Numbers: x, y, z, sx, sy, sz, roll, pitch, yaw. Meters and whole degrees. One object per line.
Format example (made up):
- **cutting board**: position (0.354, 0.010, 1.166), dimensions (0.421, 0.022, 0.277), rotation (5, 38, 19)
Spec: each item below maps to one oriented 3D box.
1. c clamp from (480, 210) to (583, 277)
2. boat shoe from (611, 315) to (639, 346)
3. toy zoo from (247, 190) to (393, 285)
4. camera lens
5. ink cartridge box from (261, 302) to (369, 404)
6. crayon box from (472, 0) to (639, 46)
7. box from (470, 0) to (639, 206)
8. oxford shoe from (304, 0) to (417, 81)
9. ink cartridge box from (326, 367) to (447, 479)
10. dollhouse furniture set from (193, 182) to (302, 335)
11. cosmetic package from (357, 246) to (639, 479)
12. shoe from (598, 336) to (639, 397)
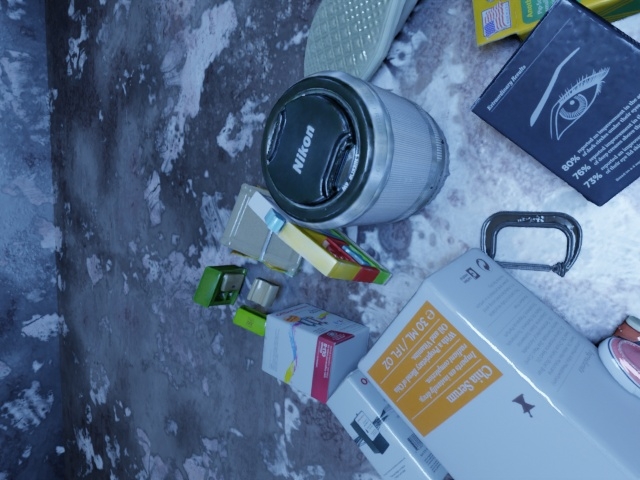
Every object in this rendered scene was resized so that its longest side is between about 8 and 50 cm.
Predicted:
- **c clamp**: position (0.310, 0.021, 0.637), dimensions (0.161, 0.022, 0.137), rotation (-3, 84, 32)
- **boat shoe**: position (0.451, 0.154, 0.530), dimensions (0.137, 0.049, 0.043), rotation (39, 119, 31)
- **toy zoo**: position (0.000, 0.000, 0.712), dimensions (0.192, 0.293, 0.030), rotation (41, 102, 27)
- **camera lens**: position (0.060, -0.132, 0.661), dimensions (0.220, 0.274, 0.219), rotation (4, 97, 37)
- **ink cartridge box**: position (-0.013, 0.221, 0.845), dimensions (0.176, 0.128, 0.127), rotation (13, 102, 36)
- **crayon box**: position (0.362, -0.390, 0.523), dimensions (0.323, 0.083, 0.202), rotation (-6, 91, 37)
- **box**: position (0.323, -0.171, 0.508), dimensions (0.207, 0.108, 0.153), rotation (42, 132, 8)
- **oxford shoe**: position (0.101, -0.416, 0.707), dimensions (0.169, 0.130, 0.449), rotation (48, 135, 18)
- **ink cartridge box**: position (0.134, 0.316, 0.726), dimensions (0.208, 0.153, 0.086), rotation (48, 122, 25)
- **dollhouse furniture set**: position (-0.127, 0.040, 0.959), dimensions (0.198, 0.151, 0.301), rotation (22, 90, 13)
- **cosmetic package**: position (0.289, 0.253, 0.559), dimensions (0.453, 0.162, 0.230), rotation (45, 133, 23)
- **shoe**: position (0.426, 0.167, 0.475), dimensions (0.178, 0.064, 0.081), rotation (42, 145, 17)
